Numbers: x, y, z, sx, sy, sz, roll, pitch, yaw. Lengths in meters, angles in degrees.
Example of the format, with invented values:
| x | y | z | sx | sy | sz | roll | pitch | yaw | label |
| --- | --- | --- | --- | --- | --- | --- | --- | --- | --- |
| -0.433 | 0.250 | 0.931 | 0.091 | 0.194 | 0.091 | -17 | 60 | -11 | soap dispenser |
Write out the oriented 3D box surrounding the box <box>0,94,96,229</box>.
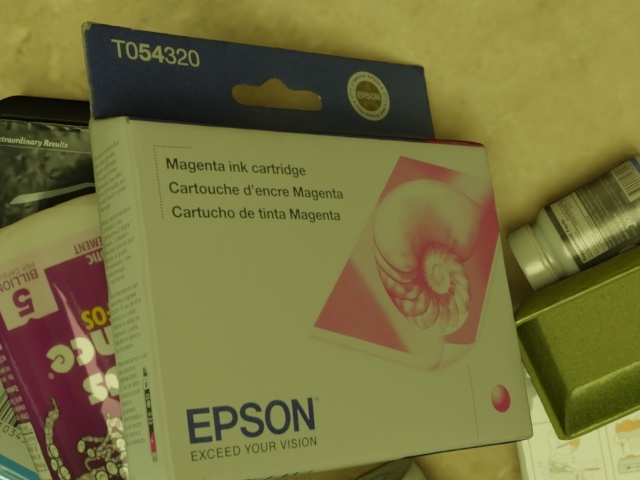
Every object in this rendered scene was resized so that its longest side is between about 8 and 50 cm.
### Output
| x | y | z | sx | sy | sz | roll | pitch | yaw | label |
| --- | --- | --- | --- | --- | --- | --- | --- | --- | --- |
| -0.207 | -0.014 | 0.958 | 0.153 | 0.108 | 0.207 | 6 | 106 | 2 | box |

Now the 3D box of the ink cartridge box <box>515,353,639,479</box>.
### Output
| x | y | z | sx | sy | sz | roll | pitch | yaw | label |
| --- | --- | --- | --- | --- | --- | --- | --- | --- | --- |
| 0.349 | 0.268 | 1.036 | 0.308 | 0.091 | 0.384 | -10 | 89 | 7 | ink cartridge box |

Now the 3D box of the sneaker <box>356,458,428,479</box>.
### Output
| x | y | z | sx | sy | sz | roll | pitch | yaw | label |
| --- | --- | --- | --- | --- | --- | --- | --- | --- | --- |
| 0.058 | 0.361 | 0.949 | 0.130 | 0.323 | 0.236 | -26 | 97 | 37 | sneaker |

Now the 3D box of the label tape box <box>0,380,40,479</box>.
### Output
| x | y | z | sx | sy | sz | roll | pitch | yaw | label |
| --- | --- | --- | --- | --- | --- | --- | --- | --- | --- |
| -0.328 | 0.193 | 1.009 | 0.241 | 0.105 | 0.333 | 30 | 145 | -5 | label tape box |

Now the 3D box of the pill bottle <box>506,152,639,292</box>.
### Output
| x | y | z | sx | sy | sz | roll | pitch | yaw | label |
| --- | --- | --- | --- | --- | --- | --- | --- | --- | --- |
| 0.234 | -0.009 | 0.945 | 0.137 | 0.078 | 0.078 | -30 | 102 | 12 | pill bottle |

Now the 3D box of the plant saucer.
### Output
| x | y | z | sx | sy | sz | roll | pitch | yaw | label |
| --- | --- | --- | --- | --- | --- | --- | --- | --- | --- |
| 0.262 | 0.073 | 0.941 | 0.188 | 0.045 | 0.188 | -25 | 133 | 7 | plant saucer |

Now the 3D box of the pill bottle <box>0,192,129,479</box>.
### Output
| x | y | z | sx | sy | sz | roll | pitch | yaw | label |
| --- | --- | --- | --- | --- | --- | --- | --- | --- | --- |
| -0.135 | 0.121 | 0.815 | 0.169 | 0.169 | 0.301 | -23 | 89 | 10 | pill bottle |

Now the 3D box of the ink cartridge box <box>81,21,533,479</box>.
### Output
| x | y | z | sx | sy | sz | roll | pitch | yaw | label |
| --- | --- | --- | --- | --- | --- | --- | --- | --- | --- |
| 0.000 | 0.000 | 0.805 | 0.324 | 0.071 | 0.330 | 0 | 77 | -37 | ink cartridge box |
